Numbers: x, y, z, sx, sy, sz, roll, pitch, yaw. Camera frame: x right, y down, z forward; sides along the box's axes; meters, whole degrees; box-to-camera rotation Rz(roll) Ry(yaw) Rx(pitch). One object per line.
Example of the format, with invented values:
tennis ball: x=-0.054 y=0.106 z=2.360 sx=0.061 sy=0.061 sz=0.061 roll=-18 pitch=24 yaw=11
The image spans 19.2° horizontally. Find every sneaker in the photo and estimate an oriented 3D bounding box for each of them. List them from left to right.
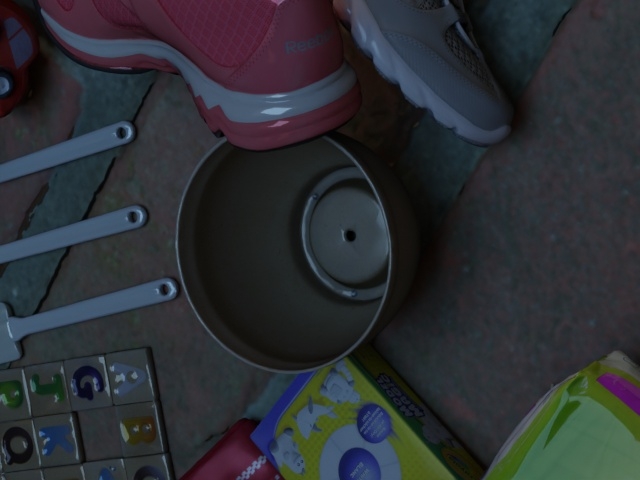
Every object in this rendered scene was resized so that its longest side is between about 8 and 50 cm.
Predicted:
sneaker: x=-0.086 y=-0.174 z=1.230 sx=0.314 sy=0.116 sz=0.136 roll=29 pitch=137 yaw=43
sneaker: x=0.051 y=-0.189 z=1.200 sx=0.115 sy=0.105 sz=0.281 roll=-32 pitch=89 yaw=8

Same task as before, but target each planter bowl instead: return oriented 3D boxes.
planter bowl: x=0.000 y=0.000 z=1.249 sx=0.162 sy=0.109 sz=0.162 roll=4 pitch=97 yaw=29

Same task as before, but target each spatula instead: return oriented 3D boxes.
spatula: x=-0.222 y=0.001 z=1.432 sx=0.242 sy=0.019 sz=0.168 roll=-16 pitch=87 yaw=31

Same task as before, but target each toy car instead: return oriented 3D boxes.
toy car: x=-0.246 y=-0.223 z=1.339 sx=0.225 sy=0.053 sz=0.239 roll=134 pitch=115 yaw=-73

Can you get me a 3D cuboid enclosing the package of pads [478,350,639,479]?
package of pads: x=0.163 y=0.239 z=1.150 sx=0.229 sy=0.101 sz=0.296 roll=40 pitch=111 yaw=13

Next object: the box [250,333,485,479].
box: x=0.043 y=0.160 z=1.275 sx=0.179 sy=0.043 sz=0.105 roll=46 pitch=116 yaw=21

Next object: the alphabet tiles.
alphabet tiles: x=-0.188 y=0.209 z=1.442 sx=0.198 sy=0.009 sz=0.237 roll=-11 pitch=90 yaw=31

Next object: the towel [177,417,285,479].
towel: x=-0.036 y=0.283 z=1.314 sx=0.199 sy=0.031 sz=0.275 roll=-43 pitch=74 yaw=1

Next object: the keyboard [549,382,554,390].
keyboard: x=0.207 y=0.210 z=1.199 sx=0.201 sy=0.033 sz=0.317 roll=23 pitch=106 yaw=27
